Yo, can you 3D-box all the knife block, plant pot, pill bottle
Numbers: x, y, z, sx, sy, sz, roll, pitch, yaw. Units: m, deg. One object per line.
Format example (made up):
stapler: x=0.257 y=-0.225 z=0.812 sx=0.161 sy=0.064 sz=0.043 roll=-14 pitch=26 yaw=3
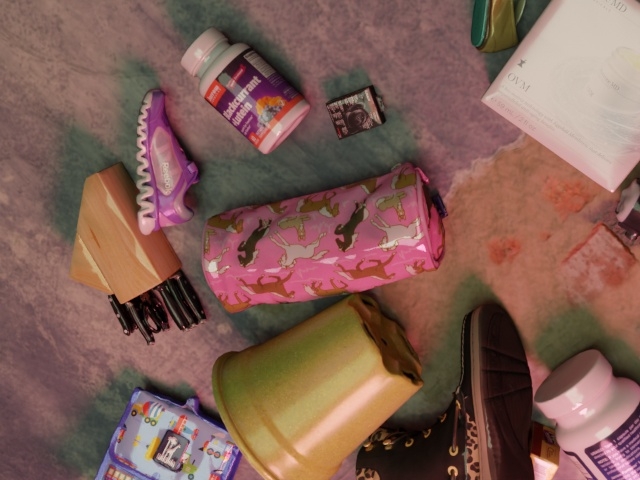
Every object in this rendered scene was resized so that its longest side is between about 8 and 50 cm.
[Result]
knife block: x=-0.294 y=0.032 z=1.636 sx=0.242 sy=0.088 sz=0.276 roll=19 pitch=111 yaw=9
plant pot: x=0.013 y=0.223 z=1.517 sx=0.254 sy=0.276 sz=0.276 roll=-39 pitch=93 yaw=17
pill bottle: x=0.455 y=0.305 z=1.462 sx=0.153 sy=0.153 sz=0.265 roll=-38 pitch=94 yaw=23
pill bottle: x=-0.119 y=-0.235 z=1.486 sx=0.193 sy=0.108 sz=0.108 roll=43 pitch=114 yaw=0

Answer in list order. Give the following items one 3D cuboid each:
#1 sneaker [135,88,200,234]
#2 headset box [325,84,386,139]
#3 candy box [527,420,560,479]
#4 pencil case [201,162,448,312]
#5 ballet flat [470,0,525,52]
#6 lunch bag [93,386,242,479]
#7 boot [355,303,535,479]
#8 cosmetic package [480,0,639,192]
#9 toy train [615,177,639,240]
sneaker: x=-0.250 y=-0.128 z=1.574 sx=0.104 sy=0.095 sz=0.237 roll=-1 pitch=96 yaw=-7
headset box: x=0.058 y=-0.199 z=1.485 sx=0.083 sy=0.032 sz=0.062 roll=-18 pitch=102 yaw=20
candy box: x=0.325 y=0.399 z=1.555 sx=0.053 sy=0.109 sz=0.187 roll=23 pitch=112 yaw=7
pencil case: x=0.000 y=0.000 z=1.499 sx=0.385 sy=0.167 sz=0.160 roll=-14 pitch=122 yaw=19
ballet flat: x=0.256 y=-0.383 z=1.357 sx=0.073 sy=0.080 sz=0.232 roll=-3 pitch=111 yaw=-12
lunch bag: x=-0.273 y=0.413 z=1.748 sx=0.220 sy=0.138 sz=0.293 roll=24 pitch=100 yaw=9
boot: x=0.192 y=0.305 z=1.530 sx=0.284 sy=0.138 sz=0.378 roll=-17 pitch=72 yaw=43
cosmetic package: x=0.381 y=-0.229 z=1.323 sx=0.224 sy=0.138 sz=0.225 roll=35 pitch=112 yaw=3
toy train: x=0.580 y=-0.017 z=1.337 sx=0.333 sy=0.142 sz=0.190 roll=30 pitch=123 yaw=6
